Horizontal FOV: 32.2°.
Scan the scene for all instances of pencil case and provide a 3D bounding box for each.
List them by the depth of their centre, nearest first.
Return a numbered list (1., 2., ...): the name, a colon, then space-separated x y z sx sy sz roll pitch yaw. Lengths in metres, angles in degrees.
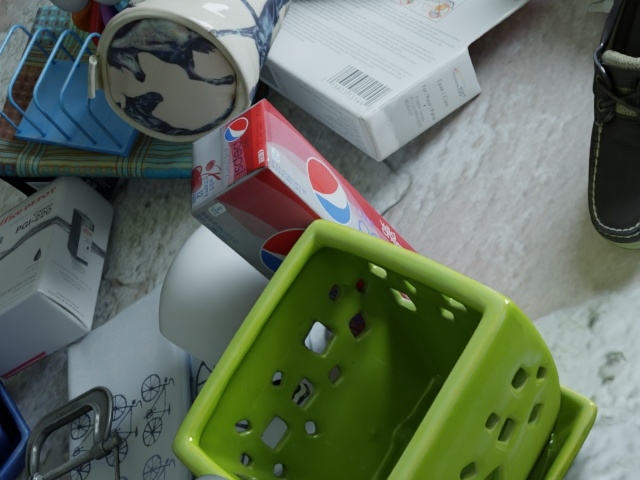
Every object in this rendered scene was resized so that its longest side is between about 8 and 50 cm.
1. pencil case: -0.119 -0.289 1.225 0.183 0.160 0.410 4 47 12

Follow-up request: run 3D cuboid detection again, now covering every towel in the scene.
1. towel: -0.237 -0.199 1.415 0.370 0.040 0.272 2 63 20

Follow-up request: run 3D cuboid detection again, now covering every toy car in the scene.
1. toy car: -0.240 -0.295 1.369 0.182 0.159 0.136 2 101 44

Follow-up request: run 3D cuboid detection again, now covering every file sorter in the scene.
1. file sorter: -0.305 -0.188 1.352 0.170 0.104 0.118 10 68 25

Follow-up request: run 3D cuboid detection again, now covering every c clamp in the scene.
1. c clamp: -0.271 0.227 1.203 0.160 0.022 0.137 -26 49 31

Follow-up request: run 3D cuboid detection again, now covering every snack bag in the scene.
1. snack bag: -0.142 0.157 1.175 0.342 0.037 0.323 -32 44 22

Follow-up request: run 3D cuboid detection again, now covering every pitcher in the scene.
1. pitcher: -0.071 0.019 1.117 0.207 0.125 0.178 -61 -2 0

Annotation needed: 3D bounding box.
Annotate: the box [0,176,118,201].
1. box: -0.339 -0.136 1.520 0.156 0.093 0.158 3 65 42

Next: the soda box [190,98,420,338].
1. soda box: 0.000 0.000 0.979 0.083 0.263 0.092 -30 42 22

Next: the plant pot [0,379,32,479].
1. plant pot: -0.486 0.232 1.302 0.236 0.212 0.236 -53 41 0

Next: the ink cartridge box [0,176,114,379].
1. ink cartridge box: -0.354 0.040 1.389 0.158 0.092 0.218 -29 36 25

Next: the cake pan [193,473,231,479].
1. cake pan: -0.015 0.272 0.754 0.054 0.293 0.293 -40 35 -25

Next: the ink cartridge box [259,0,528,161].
1. ink cartridge box: 0.079 -0.234 1.230 0.261 0.066 0.296 -36 40 -11

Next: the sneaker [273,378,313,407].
1. sneaker: -0.040 0.142 1.053 0.083 0.037 0.032 -7 57 35

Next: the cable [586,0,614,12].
1. cable: 0.363 -0.340 1.026 0.257 0.089 0.257 4 65 44

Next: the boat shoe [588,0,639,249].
1. boat shoe: 0.268 -0.137 0.914 0.102 0.092 0.285 19 95 40

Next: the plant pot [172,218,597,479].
1. plant pot: 0.063 0.147 0.864 0.227 0.207 0.228 24 80 49
